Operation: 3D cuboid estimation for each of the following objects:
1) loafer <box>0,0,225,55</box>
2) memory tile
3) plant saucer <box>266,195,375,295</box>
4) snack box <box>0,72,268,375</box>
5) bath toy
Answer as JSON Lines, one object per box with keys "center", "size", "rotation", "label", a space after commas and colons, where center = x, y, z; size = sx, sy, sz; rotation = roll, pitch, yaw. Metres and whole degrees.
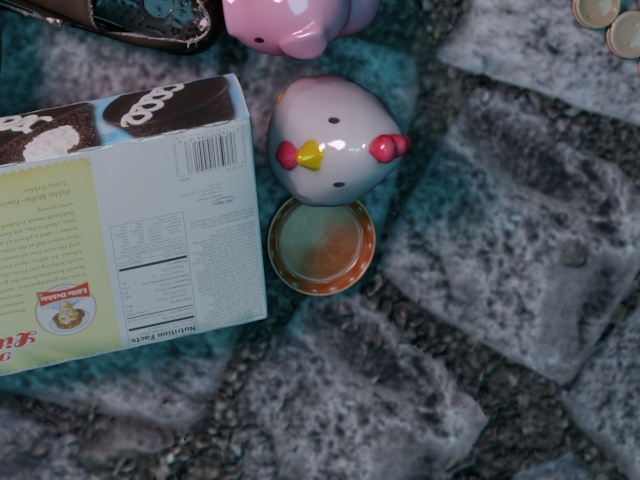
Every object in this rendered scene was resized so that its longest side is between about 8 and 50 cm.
{"center": [-0.165, -0.184, 1.084], "size": [0.220, 0.078, 0.080], "rotation": [13, 97, -15], "label": "loafer"}
{"center": [0.248, -0.196, 1.208], "size": [0.148, 0.012, 0.113], "rotation": [40, 90, -17], "label": "memory tile"}
{"center": [0.000, 0.000, 1.189], "size": [0.083, 0.013, 0.084], "rotation": [-2, 101, -11], "label": "plant saucer"}
{"center": [-0.201, 0.004, 1.081], "size": [0.321, 0.060, 0.187], "rotation": [-12, 132, -10], "label": "snack box"}
{"center": [-0.011, -0.186, 1.083], "size": [0.151, 0.129, 0.348], "rotation": [-17, 105, -23], "label": "bath toy"}
